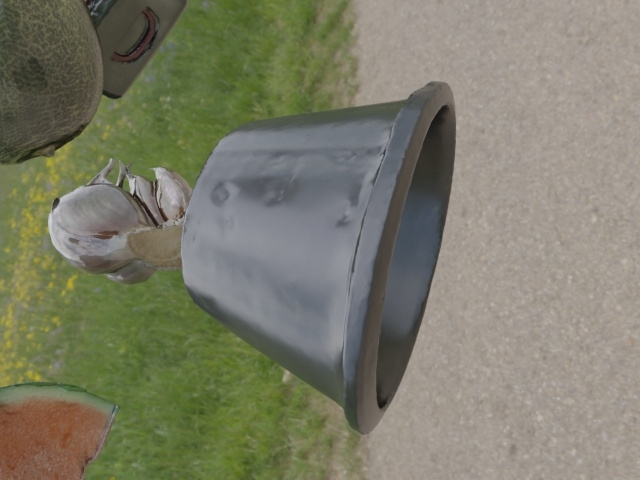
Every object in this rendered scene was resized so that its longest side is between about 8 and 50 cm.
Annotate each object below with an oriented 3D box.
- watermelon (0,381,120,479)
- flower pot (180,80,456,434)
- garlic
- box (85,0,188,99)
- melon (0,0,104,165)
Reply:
[{"bbox_3d":[-0.542,0.342,1.099,0.320,0.222,0.292,-12,41,17],"label":"watermelon"},{"bbox_3d":[0.000,0.000,0.542,0.269,0.166,0.268,11,-90,-75],"label":"flower pot"},{"bbox_3d":[-0.341,-0.039,1.229,0.292,0.210,0.237,32,83,40],"label":"garlic"},{"bbox_3d":[-0.309,-0.327,1.011,0.129,0.148,0.210,40,97,30],"label":"box"},{"bbox_3d":[-0.389,-0.241,0.782,0.249,0.329,0.248,-30,10,6],"label":"melon"}]
